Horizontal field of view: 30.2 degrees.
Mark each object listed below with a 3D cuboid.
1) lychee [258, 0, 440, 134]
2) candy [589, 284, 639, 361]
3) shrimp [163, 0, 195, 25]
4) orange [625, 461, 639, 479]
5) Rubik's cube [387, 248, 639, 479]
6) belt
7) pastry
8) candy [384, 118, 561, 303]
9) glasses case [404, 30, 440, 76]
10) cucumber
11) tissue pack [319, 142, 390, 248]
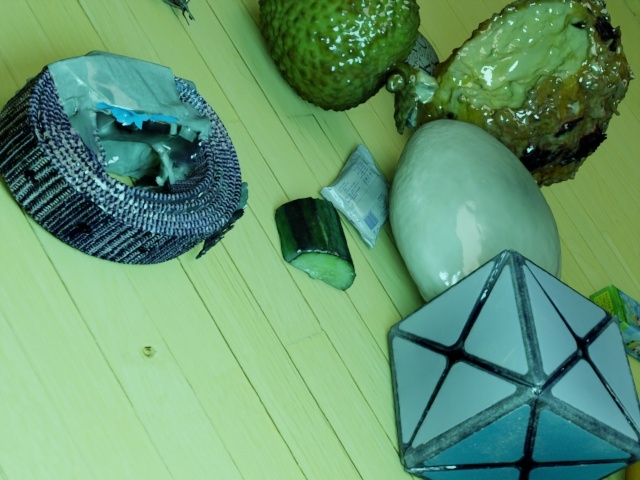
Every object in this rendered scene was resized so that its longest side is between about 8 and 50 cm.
[{"bbox_3d":[0.042,-0.336,1.920,0.320,0.270,0.270,33,19,35],"label":"lychee"},{"bbox_3d":[0.614,0.172,2.326,0.194,0.062,0.097,31,37,-33],"label":"candy"},{"bbox_3d":[-0.231,-0.415,1.820,0.073,0.075,0.190,57,14,-79],"label":"shrimp"},{"bbox_3d":[0.648,0.405,1.917,0.312,0.312,0.312,33,36,-28],"label":"orange"},{"bbox_3d":[0.271,0.208,1.663,0.259,0.260,0.254,27,39,-31],"label":"Rubik's cube"},{"bbox_3d":[-0.240,-0.102,1.448,0.325,0.122,0.260,8,59,-46],"label":"belt"},{"bbox_3d":[0.394,-0.255,2.203,0.292,0.405,0.337,48,-6,33],"label":"pastry"},{"bbox_3d":[0.263,-0.008,1.936,0.386,0.186,0.427,52,34,-14],"label":"candy"},{"bbox_3d":[0.095,-0.378,2.182,0.355,0.085,0.137,25,43,-38],"label":"glasses case"},{"bbox_3d":[0.000,0.000,1.710,0.116,0.062,0.115,23,38,-40],"label":"cucumber"},{"bbox_3d":[0.072,-0.073,1.905,0.122,0.026,0.193,48,32,-7],"label":"tissue pack"}]
